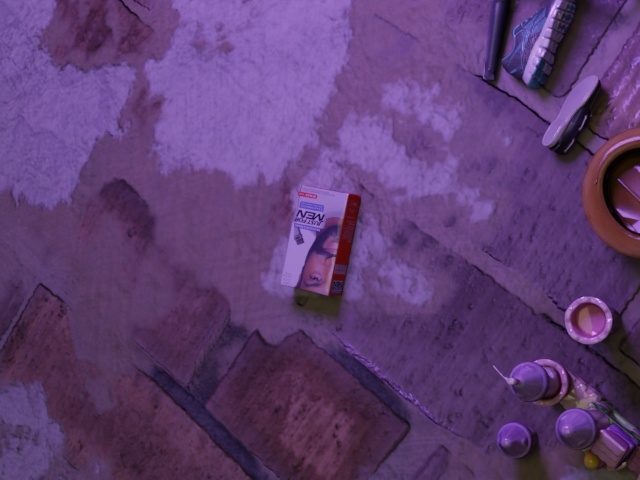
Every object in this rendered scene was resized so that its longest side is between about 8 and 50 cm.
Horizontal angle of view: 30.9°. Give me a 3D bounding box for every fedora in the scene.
[{"bbox_3d":[0.466,-0.063,1.627,0.194,0.079,0.194,-6,78,30],"label":"fedora"}]

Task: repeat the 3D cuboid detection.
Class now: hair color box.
[{"bbox_3d":[0.000,0.000,1.874,0.093,0.053,0.167,11,92,27],"label":"hair color box"}]

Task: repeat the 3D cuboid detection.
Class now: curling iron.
[{"bbox_3d":[0.290,-0.378,1.766,0.068,0.035,0.274,18,94,27],"label":"curling iron"}]

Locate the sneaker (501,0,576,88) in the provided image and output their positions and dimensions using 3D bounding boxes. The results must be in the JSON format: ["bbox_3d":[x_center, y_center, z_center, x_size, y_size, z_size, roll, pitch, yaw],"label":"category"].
[{"bbox_3d":[0.323,-0.315,1.732,0.076,0.065,0.166,28,96,32],"label":"sneaker"}]

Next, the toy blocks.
[{"bbox_3d":[0.368,0.272,1.549,0.288,0.260,0.309,41,104,23],"label":"toy blocks"}]

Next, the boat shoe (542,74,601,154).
[{"bbox_3d":[0.377,-0.183,1.705,0.125,0.038,0.046,-58,23,6],"label":"boat shoe"}]
